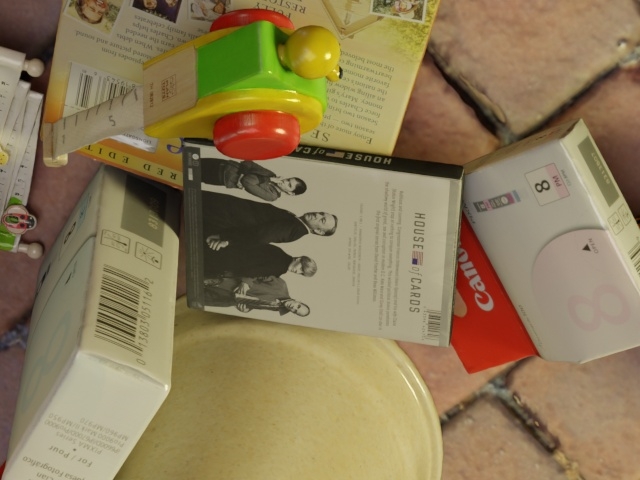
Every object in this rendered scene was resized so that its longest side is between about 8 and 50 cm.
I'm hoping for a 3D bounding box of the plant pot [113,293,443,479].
[{"bbox_3d":[-0.076,0.247,1.624,0.334,0.305,0.333,4,113,10],"label":"plant pot"}]

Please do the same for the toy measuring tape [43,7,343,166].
[{"bbox_3d":[-0.093,-0.108,1.505,0.330,0.121,0.121,-18,110,45],"label":"toy measuring tape"}]

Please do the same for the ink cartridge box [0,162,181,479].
[{"bbox_3d":[-0.250,0.158,1.617,0.091,0.308,0.385,27,117,-18],"label":"ink cartridge box"}]

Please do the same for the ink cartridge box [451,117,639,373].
[{"bbox_3d":[0.164,0.021,1.569,0.232,0.066,0.189,-23,101,35],"label":"ink cartridge box"}]

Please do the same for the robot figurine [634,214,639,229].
[{"bbox_3d":[0.382,0.039,1.559,0.291,0.085,0.211,43,113,-8],"label":"robot figurine"}]

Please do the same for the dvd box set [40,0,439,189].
[{"bbox_3d":[-0.052,-0.213,1.510,0.308,0.062,0.420,18,127,4],"label":"dvd box set"}]

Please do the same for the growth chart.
[{"bbox_3d":[-0.328,-0.089,1.654,0.172,0.021,0.237,8,127,-3],"label":"growth chart"}]

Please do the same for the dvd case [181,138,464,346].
[{"bbox_3d":[0.000,0.000,1.587,0.239,0.029,0.179,8,126,9],"label":"dvd case"}]
